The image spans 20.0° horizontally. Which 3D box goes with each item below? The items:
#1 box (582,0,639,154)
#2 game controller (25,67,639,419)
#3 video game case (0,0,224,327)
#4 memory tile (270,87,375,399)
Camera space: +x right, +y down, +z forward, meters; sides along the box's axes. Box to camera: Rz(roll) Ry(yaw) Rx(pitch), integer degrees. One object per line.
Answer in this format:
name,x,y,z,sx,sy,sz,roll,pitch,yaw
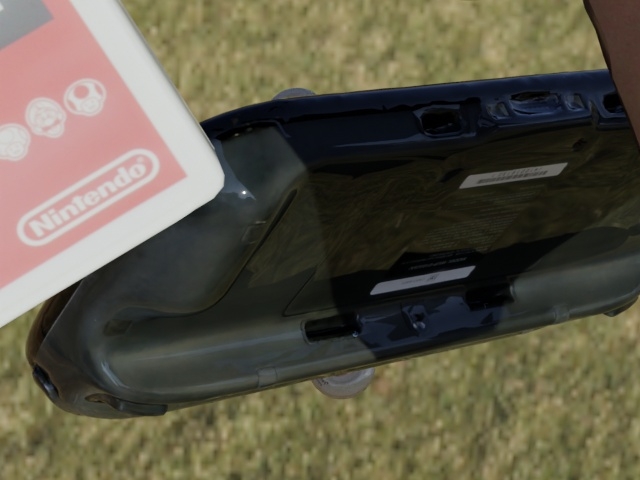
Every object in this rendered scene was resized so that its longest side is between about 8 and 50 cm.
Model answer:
box,0.156,-0.084,0.394,0.143,0.381,0.191,5,52,33
game controller,0.041,-0.005,0.721,0.319,0.166,0.067,-9,51,-40
video game case,-0.171,-0.065,0.351,0.204,0.285,0.025,-31,34,1
memory tile,0.000,0.000,0.971,0.113,0.012,0.148,-44,79,-1
